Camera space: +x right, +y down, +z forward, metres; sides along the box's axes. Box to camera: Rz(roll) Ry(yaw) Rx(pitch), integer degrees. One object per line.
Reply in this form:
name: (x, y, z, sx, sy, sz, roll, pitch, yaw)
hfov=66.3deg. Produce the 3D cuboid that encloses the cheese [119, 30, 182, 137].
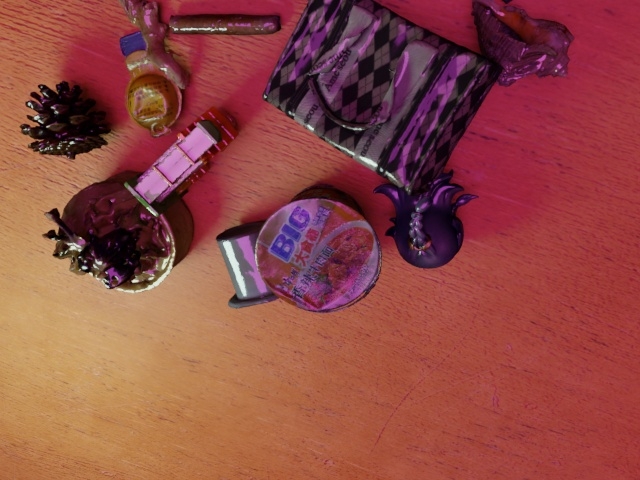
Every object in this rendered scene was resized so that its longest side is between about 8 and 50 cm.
cheese: (-0.422, -0.380, 1.202, 0.157, 0.064, 0.249, -10, 103, 13)

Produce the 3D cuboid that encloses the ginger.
ginger: (-0.391, -0.491, 1.141, 0.089, 0.075, 0.287, -29, 99, 11)

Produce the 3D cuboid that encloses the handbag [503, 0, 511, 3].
handbag: (0.387, -0.615, 0.928, 0.175, 0.088, 0.270, -15, 113, 26)

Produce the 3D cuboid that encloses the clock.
clock: (-0.313, -0.201, 1.187, 0.255, 0.219, 0.106, -38, 104, 16)

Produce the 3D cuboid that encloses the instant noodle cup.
instant noodle cup: (0.000, 0.000, 1.202, 0.297, 0.214, 0.296, 1, 113, 3)

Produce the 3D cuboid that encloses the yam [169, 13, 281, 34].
yam: (-0.218, -0.493, 1.118, 0.264, 0.046, 0.046, 5, 116, 10)

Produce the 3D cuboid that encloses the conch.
conch: (0.389, -0.402, 0.981, 0.245, 0.178, 0.163, 46, 107, 8)

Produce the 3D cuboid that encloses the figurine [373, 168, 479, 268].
figurine: (0.249, -0.060, 1.171, 0.175, 0.197, 0.264, 7, 132, 55)

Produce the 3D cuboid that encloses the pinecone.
pinecone: (-0.635, -0.297, 1.215, 0.208, 0.207, 0.207, 4, 116, 9)

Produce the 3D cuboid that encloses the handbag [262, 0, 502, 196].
handbag: (0.113, -0.328, 1.005, 0.416, 0.180, 0.316, 36, 118, 17)

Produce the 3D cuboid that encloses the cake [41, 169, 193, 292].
cake: (-0.532, 0.006, 1.266, 0.333, 0.321, 0.332, 4, 114, 10)

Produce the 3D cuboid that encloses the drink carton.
drink carton: (-0.172, 0.057, 1.301, 0.186, 0.191, 0.189, -8, 107, 17)
